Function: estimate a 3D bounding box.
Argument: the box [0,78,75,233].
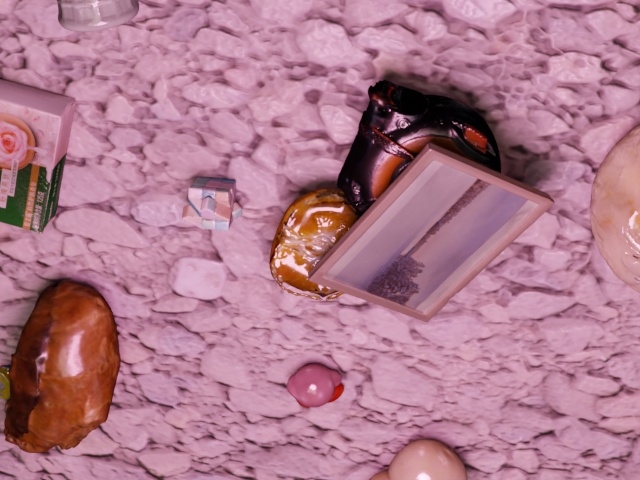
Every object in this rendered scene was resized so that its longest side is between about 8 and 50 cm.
[{"bbox_3d":[-0.442,-0.124,1.980,0.135,0.081,0.199,15,115,1],"label":"box"}]

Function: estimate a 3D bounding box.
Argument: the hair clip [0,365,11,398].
[{"bbox_3d":[-0.564,0.236,2.197,0.188,0.033,0.060,-9,116,4],"label":"hair clip"}]

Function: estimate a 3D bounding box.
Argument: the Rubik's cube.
[{"bbox_3d":[-0.159,-0.047,1.979,0.075,0.084,0.073,12,114,20],"label":"Rubik's cube"}]

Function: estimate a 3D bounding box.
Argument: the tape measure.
[{"bbox_3d":[0.141,-0.100,1.879,0.223,0.135,0.202,18,121,-7],"label":"tape measure"}]

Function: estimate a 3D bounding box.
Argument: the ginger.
[{"bbox_3d":[-0.401,0.219,2.096,0.172,0.165,0.321,47,124,34],"label":"ginger"}]

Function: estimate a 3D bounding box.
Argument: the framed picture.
[{"bbox_3d":[0.147,-0.003,1.867,0.213,0.016,0.289,21,131,-27],"label":"framed picture"}]

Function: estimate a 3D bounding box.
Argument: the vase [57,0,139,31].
[{"bbox_3d":[-0.320,-0.429,1.784,0.143,0.143,0.299,-3,118,9],"label":"vase"}]

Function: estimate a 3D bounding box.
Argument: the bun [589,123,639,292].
[{"bbox_3d":[0.505,-0.038,1.856,0.287,0.146,0.287,2,114,5],"label":"bun"}]

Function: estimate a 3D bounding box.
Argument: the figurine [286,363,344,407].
[{"bbox_3d":[-0.008,0.223,2.098,0.083,0.067,0.071,-23,132,1],"label":"figurine"}]

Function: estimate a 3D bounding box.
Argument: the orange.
[{"bbox_3d":[0.000,0.000,1.963,0.170,0.112,0.160,-20,111,-8],"label":"orange"}]

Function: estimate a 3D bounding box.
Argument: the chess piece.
[{"bbox_3d":[0.111,0.439,2.146,0.167,0.167,0.299,37,111,-11],"label":"chess piece"}]
